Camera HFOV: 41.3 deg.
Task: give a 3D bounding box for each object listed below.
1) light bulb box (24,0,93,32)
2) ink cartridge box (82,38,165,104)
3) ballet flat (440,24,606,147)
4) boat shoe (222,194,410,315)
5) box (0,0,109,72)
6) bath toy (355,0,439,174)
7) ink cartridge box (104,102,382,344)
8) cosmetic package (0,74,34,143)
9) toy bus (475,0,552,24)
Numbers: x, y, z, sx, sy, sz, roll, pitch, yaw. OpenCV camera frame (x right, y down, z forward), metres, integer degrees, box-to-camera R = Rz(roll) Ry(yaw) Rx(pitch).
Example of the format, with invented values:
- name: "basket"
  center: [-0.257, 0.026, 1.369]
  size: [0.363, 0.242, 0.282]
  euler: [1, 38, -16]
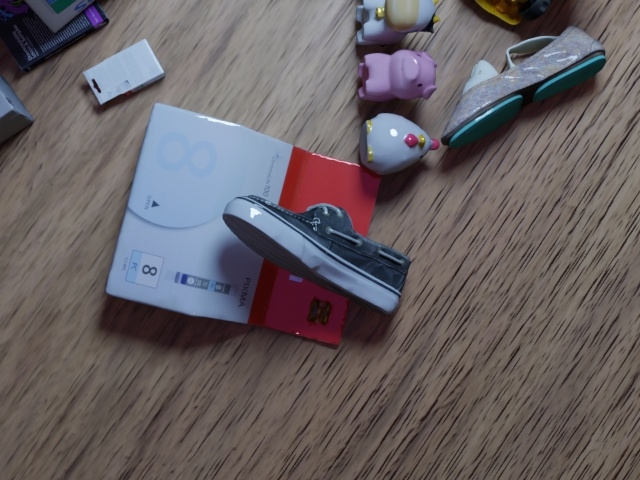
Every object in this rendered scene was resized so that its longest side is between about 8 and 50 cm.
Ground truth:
- name: "light bulb box"
  center: [-0.446, -0.540, 1.181]
  size: [0.225, 0.361, 0.358]
  euler: [-40, 86, -3]
- name: "ink cartridge box"
  center: [-0.316, -0.270, 1.370]
  size: [0.115, 0.029, 0.063]
  euler: [-29, 92, -3]
- name: "ballet flat"
  center: [0.314, -0.260, 1.395]
  size: [0.316, 0.107, 0.106]
  euler: [-28, 71, -9]
- name: "boat shoe"
  center: [0.000, 0.000, 1.322]
  size: [0.335, 0.121, 0.119]
  euler: [31, 75, -30]
- name: "box"
  center: [-0.439, -0.361, 1.362]
  size: [0.162, 0.029, 0.116]
  euler: [-32, 91, -5]
- name: "bath toy"
  center: [0.130, -0.279, 1.348]
  size: [0.129, 0.151, 0.348]
  euler: [-1, 93, -9]
- name: "ink cartridge box"
  center: [-0.116, -0.018, 1.353]
  size: [0.385, 0.091, 0.308]
  euler: [14, 88, -3]
- name: "cosmetic package"
  center: [-0.576, -0.164, 1.301]
  size: [0.238, 0.127, 0.107]
  euler: [-38, 92, -6]
- name: "toy bus"
  center: [0.351, -0.491, 1.363]
  size: [0.149, 0.220, 0.211]
  euler: [32, 56, -15]
